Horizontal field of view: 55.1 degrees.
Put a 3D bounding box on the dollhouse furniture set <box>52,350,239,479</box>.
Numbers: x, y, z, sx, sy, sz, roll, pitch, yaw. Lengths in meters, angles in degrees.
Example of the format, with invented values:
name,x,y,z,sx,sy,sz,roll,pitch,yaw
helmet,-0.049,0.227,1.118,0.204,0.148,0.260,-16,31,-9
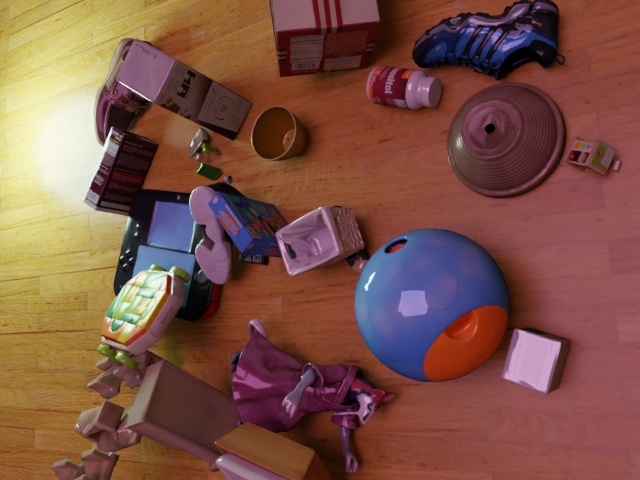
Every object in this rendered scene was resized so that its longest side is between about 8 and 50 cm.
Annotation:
name,x,y,z,sx,sy,sz,roll,pitch,yaw
dollhouse furniture set,-0.426,0.471,1.538,0.394,0.256,0.362,-28,37,35

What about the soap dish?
name,x,y,z,sx,sy,sz,roll,pitch,yaw
soap dish,-0.072,0.522,1.312,0.229,0.290,0.118,10,49,35

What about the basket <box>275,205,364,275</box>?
name,x,y,z,sx,sy,sz,roll,pitch,yaw
basket,0.000,0.000,1.375,0.167,0.103,0.113,-26,79,40

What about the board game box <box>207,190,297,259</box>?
name,x,y,z,sx,sy,sz,roll,pitch,yaw
board game box,-0.146,-0.033,1.453,0.047,0.210,0.160,-48,61,20

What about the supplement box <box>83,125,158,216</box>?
name,x,y,z,sx,sy,sz,roll,pitch,yaw
supplement box,-0.586,-0.199,1.802,0.073,0.130,0.239,30,100,32

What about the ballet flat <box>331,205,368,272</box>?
name,x,y,z,sx,sy,sz,roll,pitch,yaw
ballet flat,0.060,-0.002,1.411,0.057,0.049,0.173,-32,68,22

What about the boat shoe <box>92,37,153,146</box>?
name,x,y,z,sx,sy,sz,roll,pitch,yaw
boat shoe,-0.577,-0.437,1.836,0.123,0.123,0.342,16,86,34

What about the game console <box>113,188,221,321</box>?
name,x,y,z,sx,sy,sz,roll,pitch,yaw
game console,-0.417,0.032,1.708,0.387,0.060,0.341,8,89,33

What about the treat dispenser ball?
name,x,y,z,sx,sy,sz,roll,pitch,yaw
treat dispenser ball,0.208,0.120,1.160,0.288,0.288,0.288,-4,82,32

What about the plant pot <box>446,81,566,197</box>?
name,x,y,z,sx,sy,sz,roll,pitch,yaw
plant pot,0.352,-0.207,1.216,0.237,0.110,0.237,-4,83,33

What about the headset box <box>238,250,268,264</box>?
name,x,y,z,sx,sy,sz,roll,pitch,yaw
headset box,-0.172,0.029,1.567,0.083,0.032,0.062,4,85,34

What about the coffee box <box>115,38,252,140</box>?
name,x,y,z,sx,sy,sz,roll,pitch,yaw
coffee box,-0.339,-0.378,1.567,0.168,0.297,0.118,33,99,32

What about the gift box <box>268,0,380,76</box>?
name,x,y,z,sx,sy,sz,roll,pitch,yaw
gift box,-0.015,-0.534,1.386,0.255,0.276,0.258,-6,82,-8

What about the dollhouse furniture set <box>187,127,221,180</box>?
name,x,y,z,sx,sy,sz,roll,pitch,yaw
dollhouse furniture set,-0.318,-0.238,1.699,0.076,0.059,0.151,-47,43,27

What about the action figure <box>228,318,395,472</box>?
name,x,y,z,sx,sy,sz,roll,pitch,yaw
action figure,-0.011,0.337,1.377,0.370,0.248,0.275,-6,38,20

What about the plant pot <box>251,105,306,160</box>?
name,x,y,z,sx,sy,sz,roll,pitch,yaw
plant pot,-0.089,-0.254,1.511,0.134,0.095,0.134,-4,82,32

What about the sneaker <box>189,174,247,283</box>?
name,x,y,z,sx,sy,sz,roll,pitch,yaw
sneaker,-0.239,-0.030,1.546,0.101,0.153,0.268,10,121,26

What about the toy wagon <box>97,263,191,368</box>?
name,x,y,z,sx,sy,sz,roll,pitch,yaw
toy wagon,-0.478,0.182,1.587,0.344,0.068,0.267,2,57,49

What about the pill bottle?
name,x,y,z,sx,sy,sz,roll,pitch,yaw
pill bottle,0.184,-0.335,1.352,0.152,0.086,0.086,17,93,33

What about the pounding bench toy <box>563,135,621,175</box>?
name,x,y,z,sx,sy,sz,roll,pitch,yaw
pounding bench toy,0.509,-0.153,1.145,0.052,0.083,0.065,-67,26,5

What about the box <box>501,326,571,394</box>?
name,x,y,z,sx,sy,sz,roll,pitch,yaw
box,0.400,0.220,1.135,0.087,0.101,0.102,17,93,33

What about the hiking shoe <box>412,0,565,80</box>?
name,x,y,z,sx,sy,sz,roll,pitch,yaw
hiking shoe,0.329,-0.389,1.250,0.304,0.113,0.132,-7,79,32
